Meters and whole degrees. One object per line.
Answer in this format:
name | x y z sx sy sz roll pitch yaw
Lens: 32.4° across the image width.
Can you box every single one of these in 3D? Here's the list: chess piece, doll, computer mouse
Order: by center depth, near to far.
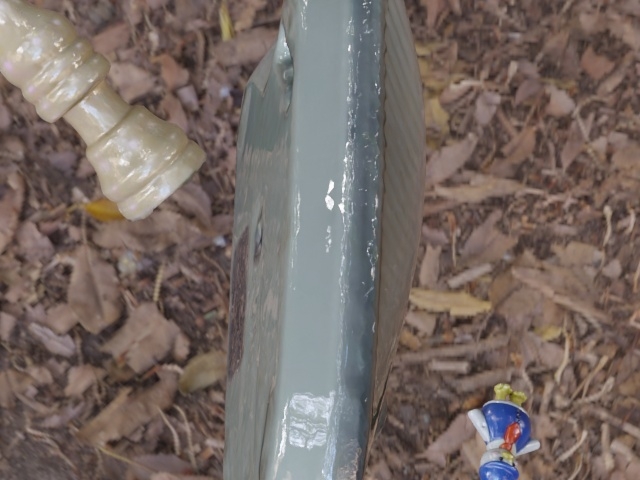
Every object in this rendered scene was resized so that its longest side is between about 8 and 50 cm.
computer mouse | 0.007 0.001 0.575 0.095 0.197 0.331 5 72 -10
chess piece | -0.266 -0.167 1.172 0.124 0.139 0.307 -38 105 16
doll | 0.211 0.234 1.279 0.098 0.057 0.143 29 49 -12
